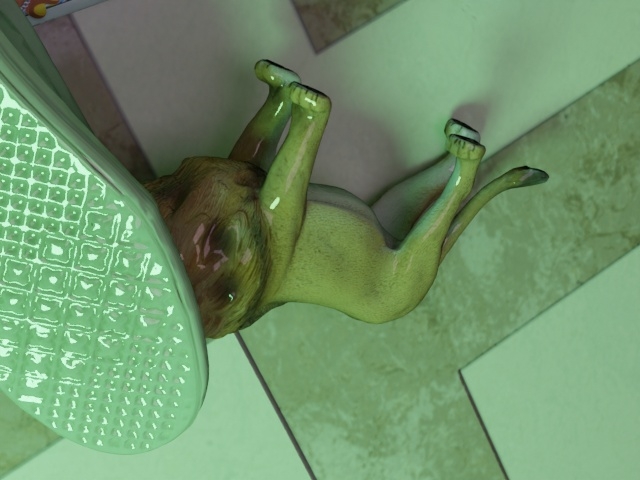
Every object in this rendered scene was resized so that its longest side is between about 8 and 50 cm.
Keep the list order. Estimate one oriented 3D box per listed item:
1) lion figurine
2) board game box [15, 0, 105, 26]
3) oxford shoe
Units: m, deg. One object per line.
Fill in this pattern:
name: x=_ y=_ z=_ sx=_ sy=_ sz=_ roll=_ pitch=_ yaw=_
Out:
lion figurine: x=0.000 y=0.000 z=1.145 sx=0.392 sy=0.142 sz=0.240 roll=14 pitch=104 yaw=-33
board game box: x=-0.182 y=-0.266 z=1.026 sx=0.305 sy=0.053 sz=0.193 roll=-24 pitch=113 yaw=-19
oxford shoe: x=-0.210 y=-0.047 z=0.961 sx=0.169 sy=0.130 sz=0.449 roll=-28 pitch=112 yaw=10
